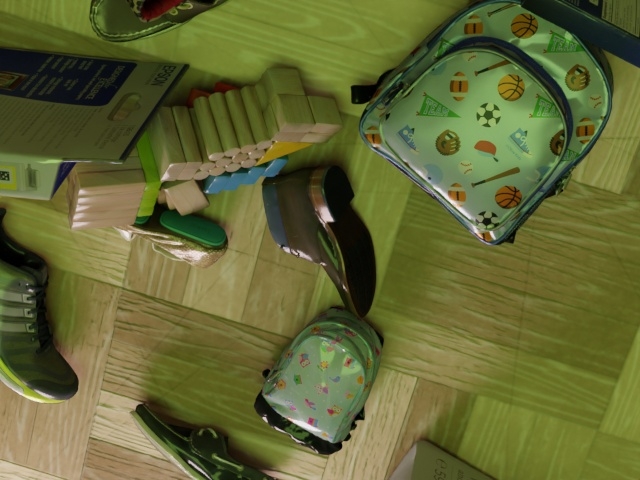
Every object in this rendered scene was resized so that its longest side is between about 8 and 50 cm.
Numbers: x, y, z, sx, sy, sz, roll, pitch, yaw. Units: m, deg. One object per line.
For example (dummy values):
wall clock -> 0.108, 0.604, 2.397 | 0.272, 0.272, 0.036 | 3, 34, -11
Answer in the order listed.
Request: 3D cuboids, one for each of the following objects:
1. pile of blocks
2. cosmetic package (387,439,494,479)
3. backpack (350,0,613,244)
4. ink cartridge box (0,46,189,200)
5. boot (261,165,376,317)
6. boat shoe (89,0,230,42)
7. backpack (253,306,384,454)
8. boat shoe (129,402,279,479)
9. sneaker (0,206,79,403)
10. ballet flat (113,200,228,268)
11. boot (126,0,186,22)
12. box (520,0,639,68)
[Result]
pile of blocks -> -0.156, -0.123, 1.863 | 0.362, 0.112, 0.149 | -17, 155, 1
cosmetic package -> 0.199, 0.547, 1.979 | 0.393, 0.329, 0.327 | 30, 115, -6
backpack -> 0.203, -0.156, 1.733 | 0.276, 0.213, 0.263 | 40, 104, -6
ink cartridge box -> -0.339, -0.142, 1.768 | 0.307, 0.303, 0.072 | 8, 118, 7
boot -> 0.000, 0.000, 1.918 | 0.106, 0.082, 0.219 | 2, 121, 33
boat shoe -> -0.148, -0.322, 1.766 | 0.324, 0.097, 0.116 | -25, 108, 19
backpack -> 0.008, 0.182, 1.963 | 0.152, 0.115, 0.182 | 29, 113, -1
boat shoe -> -0.164, 0.297, 2.080 | 0.233, 0.084, 0.079 | 38, 77, -1
sneaker -> -0.406, 0.089, 1.999 | 0.121, 0.111, 0.300 | -27, 110, 16
ballet flat -> -0.222, -0.017, 1.939 | 0.206, 0.073, 0.067 | 26, 130, 1
boot -> -0.159, -0.449, 1.633 | 0.377, 0.138, 0.284 | -38, 78, 26
box -> 0.301, -0.274, 1.679 | 0.225, 0.136, 0.036 | 27, 129, -8
